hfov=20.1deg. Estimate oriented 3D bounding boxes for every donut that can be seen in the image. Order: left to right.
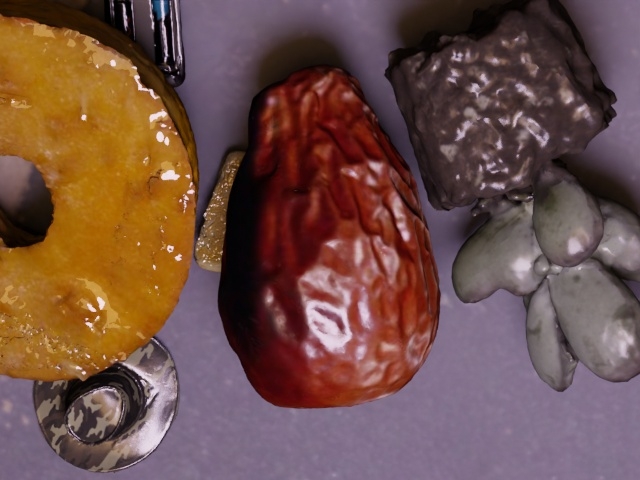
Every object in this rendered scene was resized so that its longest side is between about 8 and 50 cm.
[{"bbox_3d":[-0.204,-0.044,1.259,0.278,0.108,0.277,4,115,9],"label":"donut"}]

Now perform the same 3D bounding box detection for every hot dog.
[{"bbox_3d":[-0.066,-0.020,1.312,0.030,0.034,0.090,18,88,9],"label":"hot dog"}]

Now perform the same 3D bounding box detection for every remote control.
[{"bbox_3d":[-0.127,-0.209,1.260,0.059,0.028,0.212,-2,107,7],"label":"remote control"}]

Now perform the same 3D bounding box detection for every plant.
[{"bbox_3d":[0.147,-0.027,1.237,0.149,0.146,0.274,-21,105,7],"label":"plant"}]

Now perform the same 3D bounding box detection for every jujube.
[{"bbox_3d":[0.000,0.000,1.248,0.168,0.168,0.236,-9,91,6],"label":"jujube"}]

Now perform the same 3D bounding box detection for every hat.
[{"bbox_3d":[-0.163,0.122,1.351,0.121,0.050,0.121,1,104,2],"label":"hat"}]
